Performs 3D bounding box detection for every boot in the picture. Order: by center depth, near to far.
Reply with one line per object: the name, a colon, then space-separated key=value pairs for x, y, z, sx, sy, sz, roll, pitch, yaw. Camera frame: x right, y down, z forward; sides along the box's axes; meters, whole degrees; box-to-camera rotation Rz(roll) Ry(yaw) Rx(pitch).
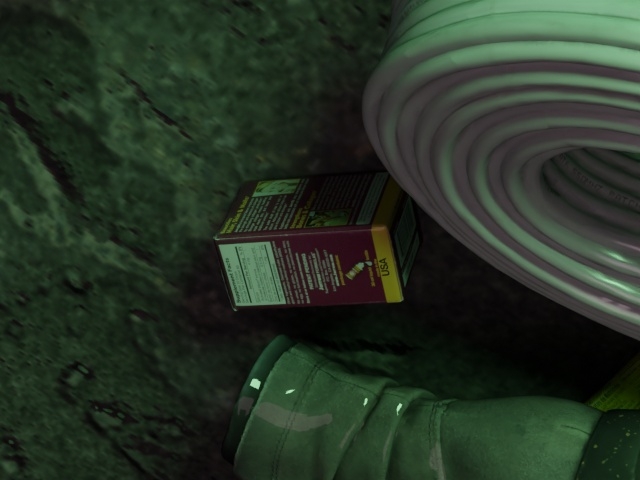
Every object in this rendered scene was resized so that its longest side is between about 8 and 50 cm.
boot: x=0.077 y=0.185 z=0.928 sx=0.222 sy=0.118 sz=0.338 roll=10 pitch=129 yaw=24

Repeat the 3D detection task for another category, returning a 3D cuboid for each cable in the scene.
cable: x=0.141 y=-0.034 z=0.707 sx=0.257 sy=0.089 sz=0.257 roll=8 pitch=154 yaw=34

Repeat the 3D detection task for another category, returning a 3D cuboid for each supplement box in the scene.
supplement box: x=0.000 y=0.000 z=0.847 sx=0.083 sy=0.055 sz=0.043 roll=-3 pitch=121 yaw=18

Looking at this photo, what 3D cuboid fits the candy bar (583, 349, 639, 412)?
candy bar: x=0.152 y=0.074 z=0.876 sx=0.040 sy=0.018 sz=0.161 roll=35 pitch=125 yaw=-9
